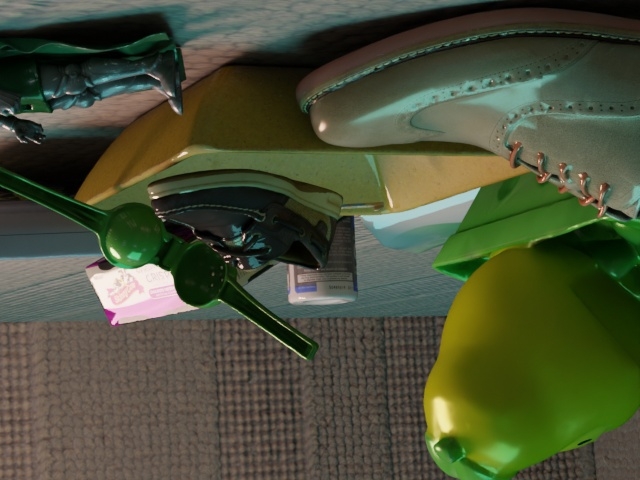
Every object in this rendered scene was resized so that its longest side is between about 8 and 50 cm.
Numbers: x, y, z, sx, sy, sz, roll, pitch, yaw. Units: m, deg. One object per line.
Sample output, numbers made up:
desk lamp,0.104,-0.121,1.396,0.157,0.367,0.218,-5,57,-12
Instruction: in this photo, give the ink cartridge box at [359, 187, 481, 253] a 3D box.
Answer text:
ink cartridge box,0.127,-0.043,1.879,0.181,0.056,0.225,-20,168,27

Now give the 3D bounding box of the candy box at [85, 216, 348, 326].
candy box,-0.095,-0.003,1.750,0.159,0.071,0.233,-13,-166,44

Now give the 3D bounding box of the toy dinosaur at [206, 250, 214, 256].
toy dinosaur,-0.081,-0.027,1.500,0.090,0.047,0.082,-40,-173,-36

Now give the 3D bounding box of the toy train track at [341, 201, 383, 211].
toy train track,0.015,-0.025,1.579,0.083,0.014,0.048,-4,174,-1

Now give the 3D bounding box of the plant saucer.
plant saucer,-0.012,-0.082,1.484,0.333,0.081,0.333,0,173,-25

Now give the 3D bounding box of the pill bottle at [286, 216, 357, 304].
pill bottle,0.000,0.000,1.936,0.078,0.137,0.078,-2,174,0

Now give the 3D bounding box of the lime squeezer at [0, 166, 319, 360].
lime squeezer,-0.135,0.016,1.423,0.310,0.059,0.110,29,-158,6

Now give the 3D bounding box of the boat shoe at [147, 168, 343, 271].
boat shoe,-0.052,-0.012,1.395,0.080,0.073,0.223,-8,172,31

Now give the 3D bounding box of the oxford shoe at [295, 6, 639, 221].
oxford shoe,0.179,-0.086,1.252,0.397,0.146,0.140,-5,174,12

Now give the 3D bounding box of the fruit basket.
fruit basket,0.244,0.053,1.484,0.283,0.392,0.392,19,166,-17

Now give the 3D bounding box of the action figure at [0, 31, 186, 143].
action figure,-0.215,-0.108,1.241,0.232,0.063,0.137,-4,168,2

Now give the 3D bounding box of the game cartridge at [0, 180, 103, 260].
game cartridge,-0.273,-0.023,1.724,0.196,0.060,0.294,-6,-173,-6
